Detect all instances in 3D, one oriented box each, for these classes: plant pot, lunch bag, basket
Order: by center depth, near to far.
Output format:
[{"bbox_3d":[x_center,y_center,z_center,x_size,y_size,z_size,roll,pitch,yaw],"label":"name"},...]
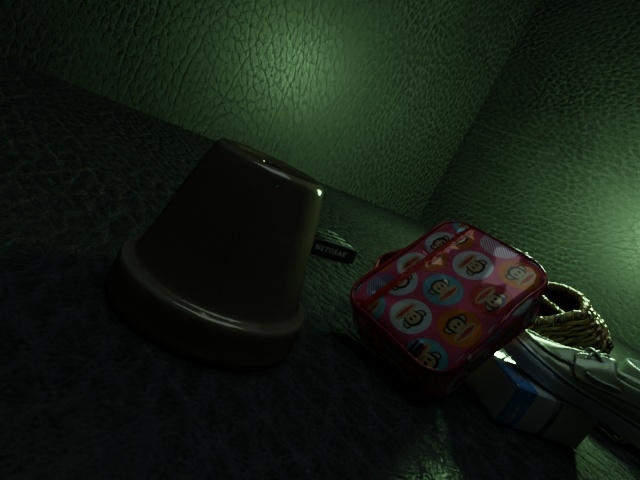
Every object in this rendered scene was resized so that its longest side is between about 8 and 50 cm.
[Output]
[{"bbox_3d":[-0.111,-0.002,0.586,0.263,0.229,0.263,25,11,-5],"label":"plant pot"},{"bbox_3d":[0.202,0.093,0.763,0.258,0.293,0.120,40,-27,39],"label":"lunch bag"},{"bbox_3d":[0.559,0.183,1.129,0.223,0.213,0.299,47,12,-2],"label":"basket"}]

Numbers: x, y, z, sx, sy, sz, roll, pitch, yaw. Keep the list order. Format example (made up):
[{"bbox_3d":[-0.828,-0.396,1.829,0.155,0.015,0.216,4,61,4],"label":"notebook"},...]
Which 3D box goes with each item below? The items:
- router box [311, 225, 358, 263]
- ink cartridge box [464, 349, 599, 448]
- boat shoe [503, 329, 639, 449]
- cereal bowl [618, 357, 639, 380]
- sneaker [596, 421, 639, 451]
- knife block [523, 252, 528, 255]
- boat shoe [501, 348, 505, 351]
[{"bbox_3d":[0.000,0.000,1.237,0.179,0.046,0.133,17,16,-37],"label":"router box"},{"bbox_3d":[0.365,0.271,0.789,0.191,0.082,0.139,25,13,-17],"label":"ink cartridge box"},{"bbox_3d":[0.456,0.230,0.739,0.302,0.094,0.109,34,18,17],"label":"boat shoe"},{"bbox_3d":[0.828,0.423,0.991,0.339,0.141,0.339,25,13,-6],"label":"cereal bowl"},{"bbox_3d":[0.629,0.399,0.899,0.189,0.066,0.071,27,28,24],"label":"sneaker"},{"bbox_3d":[0.583,0.105,1.561,0.276,0.241,0.088,35,13,33],"label":"knife block"},{"bbox_3d":[0.357,0.134,0.915,0.367,0.156,0.136,52,33,3],"label":"boat shoe"}]
